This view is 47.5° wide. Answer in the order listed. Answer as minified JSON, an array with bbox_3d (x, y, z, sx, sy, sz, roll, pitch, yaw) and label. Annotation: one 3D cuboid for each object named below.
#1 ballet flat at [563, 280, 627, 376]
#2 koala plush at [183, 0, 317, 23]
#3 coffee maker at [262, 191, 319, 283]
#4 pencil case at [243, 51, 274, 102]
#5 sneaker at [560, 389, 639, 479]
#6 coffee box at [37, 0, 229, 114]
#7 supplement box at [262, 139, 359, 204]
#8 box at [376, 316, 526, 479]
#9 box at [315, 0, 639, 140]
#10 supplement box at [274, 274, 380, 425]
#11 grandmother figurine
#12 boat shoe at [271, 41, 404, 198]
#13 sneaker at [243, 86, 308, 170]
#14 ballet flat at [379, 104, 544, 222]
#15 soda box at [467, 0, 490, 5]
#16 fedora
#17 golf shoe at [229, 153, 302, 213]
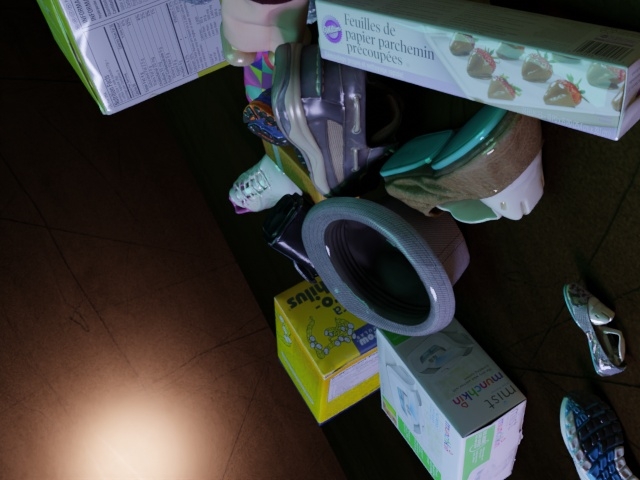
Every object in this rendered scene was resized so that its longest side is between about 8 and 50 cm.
[{"bbox_3d":[0.300,0.092,0.779,0.114,0.041,0.041,64,164,-9],"label":"ballet flat"},{"bbox_3d":[-0.092,-0.383,0.981,0.221,0.203,0.196,31,172,14],"label":"koala plush"},{"bbox_3d":[0.000,0.000,1.317,0.178,0.120,0.171,34,162,-25],"label":"coffee maker"},{"bbox_3d":[-0.073,-0.305,1.168,0.104,0.104,0.236,55,164,23],"label":"pencil case"},{"bbox_3d":[0.335,0.268,0.896,0.191,0.071,0.083,64,170,-7],"label":"sneaker"},{"bbox_3d":[-0.316,-0.477,1.210,0.338,0.334,0.338,48,159,41],"label":"coffee box"},{"bbox_3d":[-0.023,-0.142,1.324,0.233,0.078,0.080,48,159,43],"label":"supplement box"},{"bbox_3d":[0.209,0.267,1.193,0.231,0.126,0.262,52,161,37],"label":"box"},{"bbox_3d":[0.131,-0.170,0.646,0.324,0.067,0.063,26,139,37],"label":"box"},{"bbox_3d":[0.032,0.221,1.542,0.195,0.194,0.357,55,163,23],"label":"supplement box"},{"bbox_3d":[-0.062,-0.291,0.792,0.342,0.207,0.104,134,130,-77],"label":"grandmother figurine"},{"bbox_3d":[0.045,-0.141,0.965,0.355,0.130,0.133,39,-130,-69],"label":"boat shoe"},{"bbox_3d":[-0.012,-0.173,1.165,0.221,0.087,0.083,35,151,-16],"label":"sneaker"},{"bbox_3d":[0.169,-0.073,0.802,0.124,0.116,0.342,43,167,-7],"label":"ballet flat"},{"bbox_3d":[0.104,-0.246,0.777,0.181,0.058,0.061,30,144,62],"label":"soda box"},{"bbox_3d":[0.109,0.014,1.048,0.244,0.124,0.275,56,154,-12],"label":"fedora"},{"bbox_3d":[-0.119,-0.115,1.554,0.115,0.140,0.306,63,166,4],"label":"golf shoe"}]
